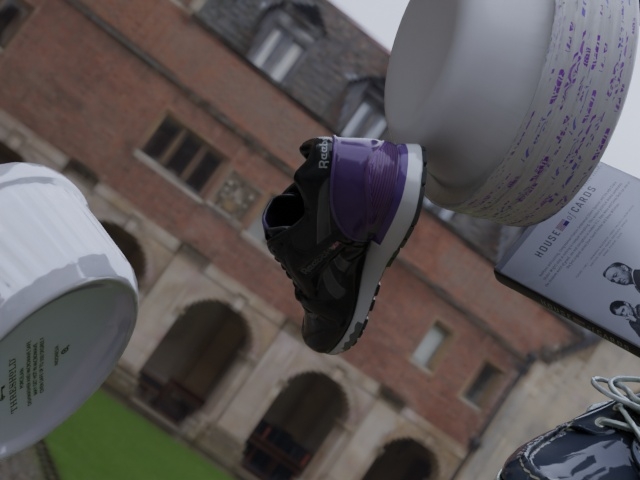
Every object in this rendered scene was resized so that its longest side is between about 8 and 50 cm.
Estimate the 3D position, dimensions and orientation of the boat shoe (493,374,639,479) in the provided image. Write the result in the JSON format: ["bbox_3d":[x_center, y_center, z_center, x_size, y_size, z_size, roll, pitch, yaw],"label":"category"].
[{"bbox_3d":[0.207,0.135,0.753,0.255,0.079,0.095,4,28,-42],"label":"boat shoe"}]

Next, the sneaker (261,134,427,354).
[{"bbox_3d":[0.000,0.000,1.098,0.124,0.107,0.283,11,-42,-9],"label":"sneaker"}]

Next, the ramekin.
[{"bbox_3d":[-0.275,0.075,1.002,0.127,0.273,0.273,40,-7,19],"label":"ramekin"}]

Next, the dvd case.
[{"bbox_3d":[0.326,0.023,1.203,0.239,0.179,0.029,30,-21,35],"label":"dvd case"}]

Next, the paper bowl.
[{"bbox_3d":[0.161,-0.164,1.099,0.148,0.284,0.284,14,-2,-17],"label":"paper bowl"}]
